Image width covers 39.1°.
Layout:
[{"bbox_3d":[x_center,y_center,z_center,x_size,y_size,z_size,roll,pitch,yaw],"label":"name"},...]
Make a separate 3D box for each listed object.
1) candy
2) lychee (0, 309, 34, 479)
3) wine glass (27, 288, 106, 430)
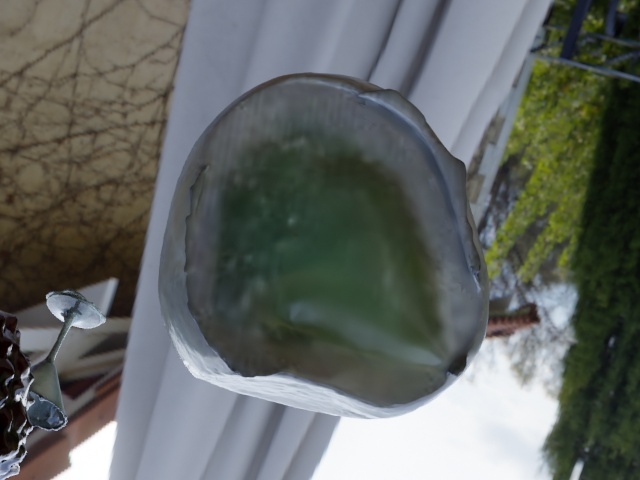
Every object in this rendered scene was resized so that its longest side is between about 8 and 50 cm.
[{"bbox_3d":[0.000,0.000,1.087,0.386,0.427,0.186,-2,168,0],"label":"candy"},{"bbox_3d":[-0.526,0.190,0.989,0.424,0.425,0.500,12,179,-38],"label":"lychee"},{"bbox_3d":[-0.387,0.169,1.307,0.122,0.183,0.122,12,143,9],"label":"wine glass"}]
